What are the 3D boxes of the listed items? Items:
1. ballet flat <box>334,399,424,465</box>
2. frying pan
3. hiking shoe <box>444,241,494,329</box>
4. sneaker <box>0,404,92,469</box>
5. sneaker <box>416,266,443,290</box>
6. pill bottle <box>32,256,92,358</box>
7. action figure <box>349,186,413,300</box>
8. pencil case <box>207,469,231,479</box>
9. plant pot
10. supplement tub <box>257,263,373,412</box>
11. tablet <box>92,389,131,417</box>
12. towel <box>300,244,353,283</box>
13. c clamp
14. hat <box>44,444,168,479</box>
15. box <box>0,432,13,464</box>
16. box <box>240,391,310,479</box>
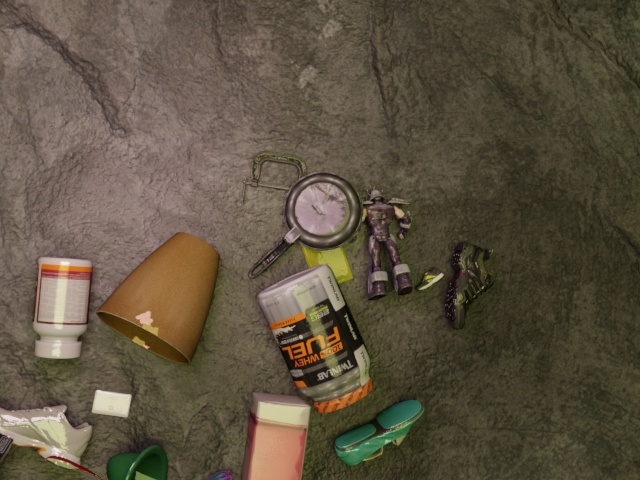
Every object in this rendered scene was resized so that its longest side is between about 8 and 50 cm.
[{"bbox_3d":[0.152,0.484,1.856,0.247,0.083,0.087,-25,117,-11],"label":"ballet flat"},{"bbox_3d":[-0.055,-0.052,1.818,0.326,0.053,0.197,-20,82,1],"label":"frying pan"},{"bbox_3d":[0.390,0.121,1.906,0.114,0.086,0.227,11,85,-8],"label":"hiking shoe"},{"bbox_3d":[-0.642,0.412,1.690,0.262,0.099,0.121,32,74,-16],"label":"sneaker"},{"bbox_3d":[0.276,0.100,1.916,0.083,0.031,0.035,-32,81,-15],"label":"sneaker"},{"bbox_3d":[-0.586,0.151,1.689,0.121,0.121,0.221,4,88,-11],"label":"pill bottle"},{"bbox_3d":[0.150,-0.001,1.860,0.185,0.099,0.285,-6,75,-5],"label":"action figure"},{"bbox_3d":[-0.217,0.628,1.773,0.070,0.064,0.152,-24,93,4],"label":"pencil case"},{"bbox_3d":[-0.342,0.115,1.703,0.237,0.237,0.254,30,69,-9],"label":"plant pot"},{"bbox_3d":[-0.004,0.232,1.768,0.193,0.193,0.316,-25,93,-11],"label":"supplement tub"},{"bbox_3d":[-0.492,0.385,1.757,0.083,0.006,0.054,11,86,-10],"label":"tablet"},{"bbox_3d":[0.000,0.000,1.865,0.102,0.021,0.237,-20,92,-11],"label":"towel"},{"bbox_3d":[-0.115,-0.154,1.851,0.160,0.022,0.137,2,82,-10],"label":"c clamp"},{"bbox_3d":[-0.478,0.528,1.716,0.183,0.209,0.173,11,40,21],"label":"hat"},{"bbox_3d":[-0.830,0.436,1.601,0.290,0.169,0.087,31,38,-9],"label":"box"},{"bbox_3d":[-0.109,0.488,1.758,0.126,0.148,0.232,8,85,-10],"label":"box"}]
